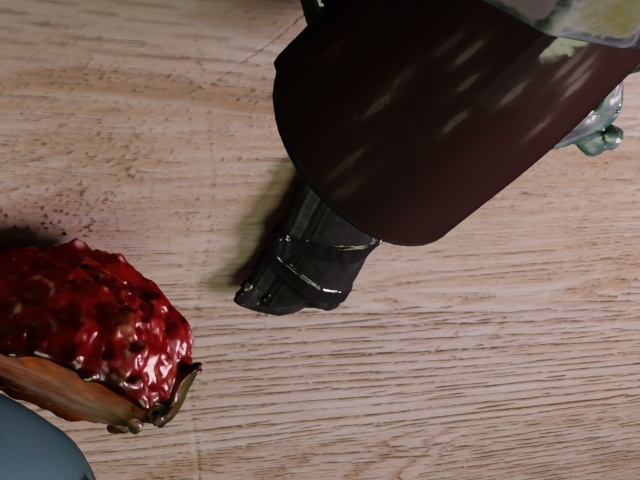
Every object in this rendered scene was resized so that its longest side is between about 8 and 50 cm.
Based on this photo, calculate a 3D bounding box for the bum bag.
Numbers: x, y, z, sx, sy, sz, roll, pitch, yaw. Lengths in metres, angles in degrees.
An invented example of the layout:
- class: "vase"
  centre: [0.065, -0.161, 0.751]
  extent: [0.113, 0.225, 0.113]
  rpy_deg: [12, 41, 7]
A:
- class: "bum bag"
  centre: [0.000, 0.000, 1.276]
  extent: [0.087, 0.049, 0.198]
  rpy_deg: [14, 142, -14]

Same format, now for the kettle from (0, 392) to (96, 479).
- class: "kettle"
  centre: [-0.316, 0.195, 1.144]
  extent: [0.319, 0.247, 0.342]
  rpy_deg: [-3, 177, 30]

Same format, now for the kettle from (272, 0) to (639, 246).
- class: "kettle"
  centre: [0.083, -0.132, 0.944]
  extent: [0.232, 0.202, 0.144]
  rpy_deg: [-39, -177, 38]

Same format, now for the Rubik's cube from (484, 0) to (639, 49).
- class: "Rubik's cube"
  centre: [0.137, -0.229, 0.711]
  extent: [0.319, 0.319, 0.264]
  rpy_deg: [2, 117, -39]

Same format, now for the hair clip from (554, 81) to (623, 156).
- class: "hair clip"
  centre: [0.117, -0.166, 1.036]
  extent: [0.096, 0.110, 0.359]
  rpy_deg: [-60, 152, -15]

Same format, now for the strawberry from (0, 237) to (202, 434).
- class: "strawberry"
  centre: [-0.193, 0.045, 1.153]
  extent: [0.236, 0.111, 0.190]
  rpy_deg: [26, 162, -27]
